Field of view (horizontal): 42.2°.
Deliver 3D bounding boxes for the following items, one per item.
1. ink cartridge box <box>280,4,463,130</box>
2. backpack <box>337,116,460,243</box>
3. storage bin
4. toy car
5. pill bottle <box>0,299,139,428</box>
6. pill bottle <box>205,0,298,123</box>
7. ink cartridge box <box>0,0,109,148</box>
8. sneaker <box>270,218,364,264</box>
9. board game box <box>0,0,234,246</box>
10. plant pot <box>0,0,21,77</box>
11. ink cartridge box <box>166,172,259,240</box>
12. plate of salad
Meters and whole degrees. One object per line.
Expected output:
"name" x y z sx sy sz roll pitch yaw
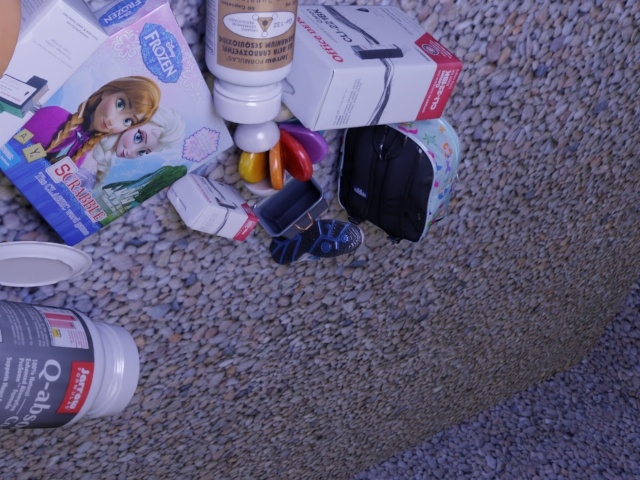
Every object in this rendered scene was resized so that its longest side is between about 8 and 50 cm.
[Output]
"ink cartridge box" 0.057 -0.284 1.334 0.272 0.197 0.114 -12 138 -35
"backpack" 0.153 -0.149 1.575 0.191 0.225 0.254 -46 152 -31
"storage bin" -0.045 -0.059 1.617 0.135 0.098 0.091 -41 158 5
"toy car" -0.056 -0.161 1.400 0.182 0.136 0.159 -60 158 -31
"pill bottle" -0.497 0.209 1.389 0.210 0.210 0.363 -51 146 18
"pill bottle" -0.102 -0.293 1.199 0.131 0.131 0.229 -17 133 -29
"ink cartridge box" -0.386 -0.231 1.001 0.219 0.160 0.092 -43 147 8
"sneaker" 0.000 0.000 1.688 0.211 0.080 0.081 -8 178 34
"board game box" -0.316 -0.172 1.227 0.318 0.066 0.319 -34 148 -7
"plant pot" -0.450 -0.248 0.839 0.291 0.291 0.203 -48 163 14
"ink cartridge box" -0.189 -0.060 1.460 0.056 0.099 0.135 -50 146 18
"plate of salad" -0.464 0.029 1.313 0.199 0.048 0.200 -7 159 -3
